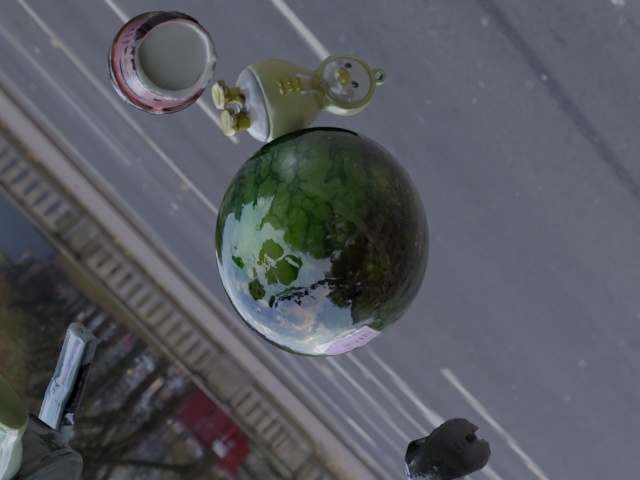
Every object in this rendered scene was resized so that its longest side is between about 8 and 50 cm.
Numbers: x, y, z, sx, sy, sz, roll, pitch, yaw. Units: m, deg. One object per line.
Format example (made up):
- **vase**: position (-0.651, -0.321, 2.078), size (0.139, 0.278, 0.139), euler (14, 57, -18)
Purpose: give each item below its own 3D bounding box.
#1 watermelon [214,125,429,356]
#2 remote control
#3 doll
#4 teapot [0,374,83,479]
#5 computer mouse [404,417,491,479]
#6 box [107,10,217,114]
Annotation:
- **watermelon**: position (0.000, 0.000, 1.655), size (0.363, 0.363, 0.363), euler (43, 168, 11)
- **remote control**: position (-0.329, 0.192, 1.372), size (0.029, 0.166, 0.065), euler (11, -168, -38)
- **doll**: position (-0.028, -0.243, 1.746), size (0.117, 0.296, 0.141), euler (110, 140, -70)
- **teapot**: position (-0.415, 0.238, 1.118), size (0.239, 0.239, 0.321), euler (39, 162, 12)
- **computer mouse**: position (0.162, 0.263, 1.321), size (0.079, 0.135, 0.047), euler (56, 141, 16)
- **box**: position (-0.222, -0.258, 1.532), size (0.151, 0.151, 0.135), euler (48, 170, -15)
